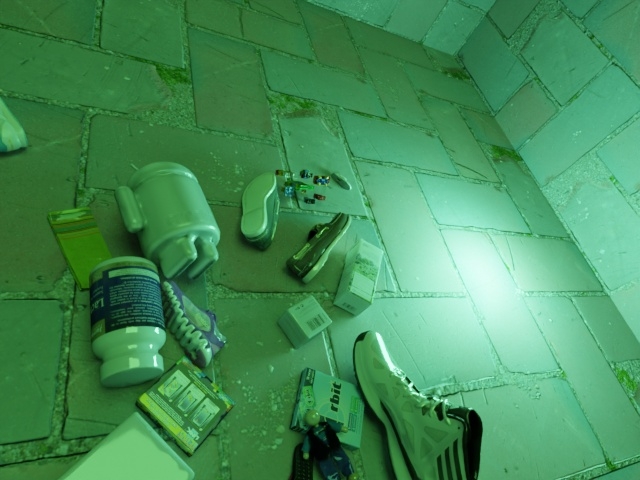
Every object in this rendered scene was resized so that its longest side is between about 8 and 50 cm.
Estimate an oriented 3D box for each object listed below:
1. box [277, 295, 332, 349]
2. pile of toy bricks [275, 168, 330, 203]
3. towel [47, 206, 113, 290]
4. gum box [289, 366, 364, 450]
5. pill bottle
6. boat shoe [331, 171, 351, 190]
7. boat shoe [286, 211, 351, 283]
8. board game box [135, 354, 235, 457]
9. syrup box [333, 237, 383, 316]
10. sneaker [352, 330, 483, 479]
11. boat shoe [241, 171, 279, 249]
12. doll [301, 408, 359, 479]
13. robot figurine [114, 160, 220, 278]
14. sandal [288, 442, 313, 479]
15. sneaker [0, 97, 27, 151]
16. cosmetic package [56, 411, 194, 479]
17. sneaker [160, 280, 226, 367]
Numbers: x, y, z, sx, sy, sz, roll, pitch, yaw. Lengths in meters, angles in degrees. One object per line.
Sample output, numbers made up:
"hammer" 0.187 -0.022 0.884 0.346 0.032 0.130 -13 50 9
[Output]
"box" -0.046 0.231 1.183 0.101 0.087 0.102 -26 71 -41
"pile of toy bricks" -0.077 -0.201 1.502 0.212 0.118 0.105 -2 18 -38
"towel" -0.604 0.014 1.068 0.102 0.021 0.237 -20 68 -39
"gum box" 0.024 0.440 1.094 0.184 0.041 0.157 24 47 -12
"pill bottle" -0.435 0.182 0.945 0.153 0.153 0.265 -1 56 -31
"boat shoe" 0.090 -0.241 1.671 0.100 0.035 0.035 40 48 12
"boat shoe" 0.000 0.000 1.375 0.096 0.116 0.324 38 51 -3
"board game box" -0.304 0.372 0.948 0.170 0.048 0.141 42 48 4
"syrup box" 0.127 0.116 1.369 0.093 0.096 0.237 29 46 -10
"sneaker" 0.267 0.414 1.085 0.169 0.257 0.448 8 53 -49
"boat shoe" -0.190 -0.103 1.377 0.320 0.116 0.099 -89 158 -46
"doll" 0.019 0.493 1.002 0.129 0.046 0.189 -28 83 -25
"robot figurine" -0.401 -0.068 1.128 0.300 0.199 0.354 12 45 -60
"sandal" -0.048 0.563 0.963 0.067 0.040 0.179 30 31 -14
"sneaker" -0.896 -0.332 1.122 0.229 0.087 0.092 46 48 11
"cosmetic package" -0.432 0.513 0.636 0.161 0.230 0.453 43 45 7
"sneaker" -0.321 0.199 1.051 0.104 0.095 0.236 -26 76 -48
